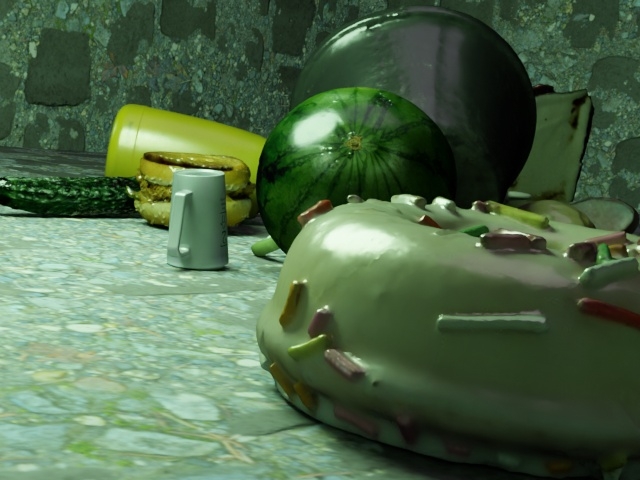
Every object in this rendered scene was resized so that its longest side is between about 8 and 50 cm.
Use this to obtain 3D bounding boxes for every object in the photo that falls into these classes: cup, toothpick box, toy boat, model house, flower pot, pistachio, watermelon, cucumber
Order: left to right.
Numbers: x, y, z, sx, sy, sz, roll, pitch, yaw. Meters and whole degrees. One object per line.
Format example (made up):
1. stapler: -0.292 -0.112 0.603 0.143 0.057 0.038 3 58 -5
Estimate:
1. cucumber: -0.380 -0.067 1.692 0.067 0.068 0.293 12 10 39
2. toothpick box: -0.216 -0.124 1.895 0.271 0.175 0.175 10 6 -4
3. cup: -0.150 -0.021 1.322 0.074 0.116 0.104 7 13 22
4. watermelon: 0.042 -0.065 1.345 0.242 0.243 0.242 6 6 -1
5. flower pot: 0.146 -0.124 1.611 0.379 0.380 0.251 6 30 -2
6. model house: 0.366 -0.174 2.331 0.297 0.317 0.282 9 2 -14
7. pistachio: 0.314 0.005 1.581 0.124 0.125 0.184 0 -7 -45
8. toy boat: 0.528 -0.027 2.259 0.206 0.096 0.282 -8 -5 9

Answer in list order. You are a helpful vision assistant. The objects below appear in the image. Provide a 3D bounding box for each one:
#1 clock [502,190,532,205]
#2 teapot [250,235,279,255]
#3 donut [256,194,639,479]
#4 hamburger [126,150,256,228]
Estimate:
1. clock: 0.212 -0.094 2.051 0.324 0.109 0.265 -2 -8 34
2. teapot: -0.019 -0.011 1.493 0.092 0.124 0.091 38 -13 -12
3. donut: 0.141 0.054 0.809 0.382 0.143 0.382 6 7 -1
4. hamburger: -0.191 -0.077 1.728 0.181 0.118 0.191 11 13 12
